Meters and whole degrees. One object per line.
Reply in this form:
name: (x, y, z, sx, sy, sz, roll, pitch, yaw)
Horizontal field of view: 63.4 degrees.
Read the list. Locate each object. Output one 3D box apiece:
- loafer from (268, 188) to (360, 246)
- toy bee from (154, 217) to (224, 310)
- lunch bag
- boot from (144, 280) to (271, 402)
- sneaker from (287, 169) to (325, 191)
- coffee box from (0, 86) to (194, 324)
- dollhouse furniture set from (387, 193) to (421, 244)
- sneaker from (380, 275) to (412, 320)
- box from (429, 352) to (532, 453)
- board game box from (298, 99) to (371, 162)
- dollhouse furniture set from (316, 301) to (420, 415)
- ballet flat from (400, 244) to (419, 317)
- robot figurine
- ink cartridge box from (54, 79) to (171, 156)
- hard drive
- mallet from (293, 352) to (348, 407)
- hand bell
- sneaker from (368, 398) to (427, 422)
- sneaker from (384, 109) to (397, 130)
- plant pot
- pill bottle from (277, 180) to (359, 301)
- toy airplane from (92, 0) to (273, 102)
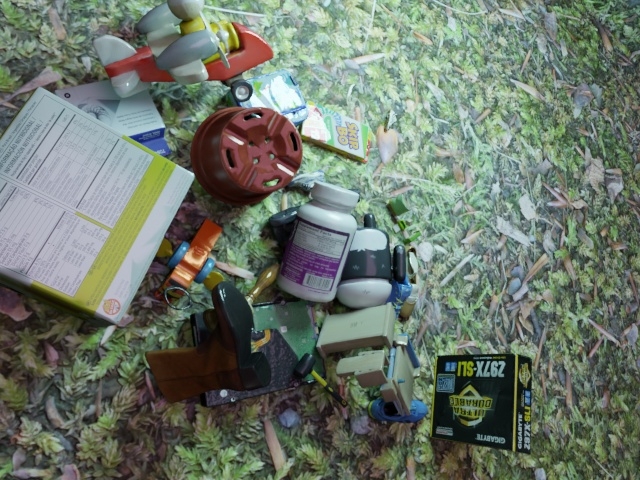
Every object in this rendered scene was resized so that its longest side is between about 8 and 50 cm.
loafer: (-0.009, -0.072, 1.528, 0.303, 0.109, 0.095, -22, 108, -25)
toy bee: (-0.351, 0.075, 1.278, 0.195, 0.162, 0.298, 49, 35, 0)
lunch bag: (-0.151, -0.395, 1.526, 0.219, 0.090, 0.176, -24, 93, -30)
boot: (-0.277, 0.237, 1.189, 0.096, 0.281, 0.264, -57, 130, -61)
sneaker: (-0.039, -0.172, 1.553, 0.135, 0.052, 0.058, -17, 90, -31)
coffee box: (-0.519, -0.039, 1.081, 0.335, 0.338, 0.338, 29, 67, -20)
dollhouse furniture set: (0.261, -0.067, 1.678, 0.059, 0.076, 0.151, -33, 95, -32)
sneaker: (0.210, 0.185, 1.556, 0.091, 0.126, 0.239, 13, 71, -26)
box: (0.461, 0.465, 1.512, 0.079, 0.322, 0.256, 20, 69, -25)
board game box: (0.055, -0.345, 1.661, 0.260, 0.039, 0.124, 17, 70, -27)
dollhouse furniture set: (0.138, 0.373, 1.420, 0.303, 0.198, 0.286, 65, 24, -25)
ballet flat: (0.276, 0.125, 1.639, 0.080, 0.073, 0.232, 6, 75, -30)
robot figurine: (0.121, 0.064, 1.515, 0.174, 0.209, 0.277, 12, 71, -44)
ink cartridge box: (-0.520, -0.298, 1.319, 0.223, 0.045, 0.223, -26, 91, -32)
hard drive: (-0.159, 0.283, 1.363, 0.339, 0.064, 0.236, -6, 80, -29)
mallet: (0.002, 0.386, 1.373, 0.062, 0.039, 0.189, -44, 104, -32)
hand bell: (-0.174, 0.142, 1.313, 0.126, 0.126, 0.242, 49, 47, -10)
sneaker: (0.244, 0.502, 1.524, 0.210, 0.082, 0.069, 12, 70, -28)
sneaker: (0.244, -0.410, 1.781, 0.037, 0.032, 0.083, 24, 67, -22)
plant pot: (-0.177, -0.222, 1.318, 0.273, 0.265, 0.272, -2, 96, -20)
pill bottle: (0.000, 0.000, 1.398, 0.169, 0.169, 0.301, 13, 100, -26)
toy airplane: (-0.352, -0.485, 1.262, 0.387, 0.272, 0.384, 19, 36, 15)
